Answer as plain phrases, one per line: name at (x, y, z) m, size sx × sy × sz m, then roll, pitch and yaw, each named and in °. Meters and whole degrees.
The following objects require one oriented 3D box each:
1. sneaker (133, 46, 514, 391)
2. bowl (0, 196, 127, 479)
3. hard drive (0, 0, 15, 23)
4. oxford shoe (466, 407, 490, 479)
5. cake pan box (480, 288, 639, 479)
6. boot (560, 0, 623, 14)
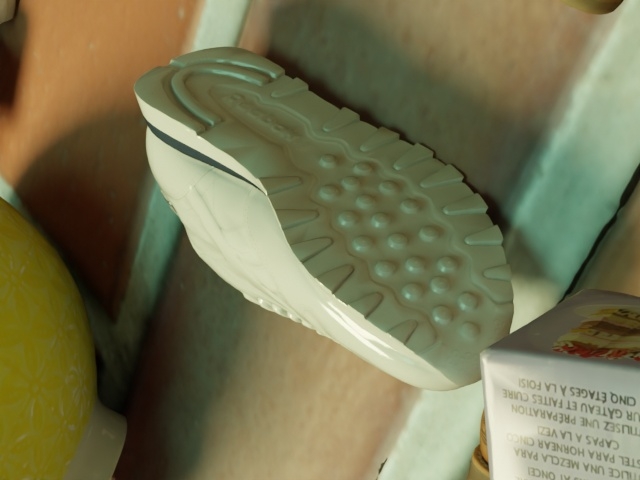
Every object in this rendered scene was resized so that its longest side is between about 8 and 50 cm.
sneaker at (0.000, 0.000, 0.623) m, size 0.235 × 0.090 × 0.094 m, roll 43°, pitch 143°, yaw 39°
bowl at (-0.211, 0.124, 0.822) m, size 0.156 × 0.289 × 0.289 m, roll 29°, pitch 138°, yaw -12°
hard drive at (-0.294, -0.290, 0.840) m, size 0.307 × 0.040 × 0.203 m, roll 48°, pitch 158°, yaw 28°
oxford shoe at (0.136, 0.086, 0.490) m, size 0.212 × 0.076 × 0.076 m, roll 17°, pitch 106°, yaw 46°
cake pan box at (0.173, 0.150, 0.366) m, size 0.267 × 0.070 × 0.245 m, roll 7°, pitch 110°, yaw 42°
boot at (0.067, -0.241, 0.448) m, size 0.295 × 0.104 × 0.211 m, roll 51°, pitch 130°, yaw 21°
